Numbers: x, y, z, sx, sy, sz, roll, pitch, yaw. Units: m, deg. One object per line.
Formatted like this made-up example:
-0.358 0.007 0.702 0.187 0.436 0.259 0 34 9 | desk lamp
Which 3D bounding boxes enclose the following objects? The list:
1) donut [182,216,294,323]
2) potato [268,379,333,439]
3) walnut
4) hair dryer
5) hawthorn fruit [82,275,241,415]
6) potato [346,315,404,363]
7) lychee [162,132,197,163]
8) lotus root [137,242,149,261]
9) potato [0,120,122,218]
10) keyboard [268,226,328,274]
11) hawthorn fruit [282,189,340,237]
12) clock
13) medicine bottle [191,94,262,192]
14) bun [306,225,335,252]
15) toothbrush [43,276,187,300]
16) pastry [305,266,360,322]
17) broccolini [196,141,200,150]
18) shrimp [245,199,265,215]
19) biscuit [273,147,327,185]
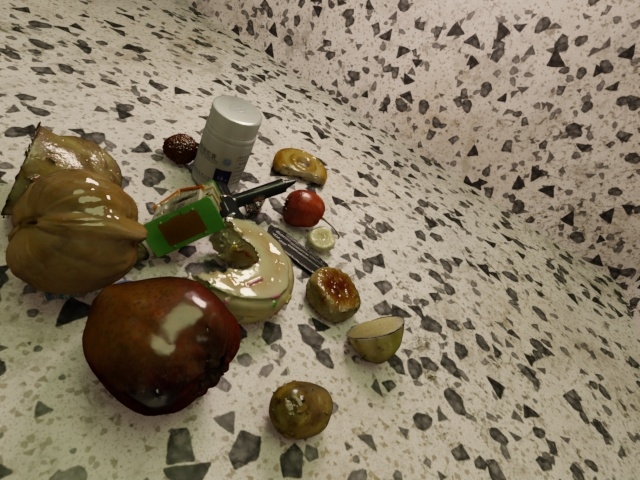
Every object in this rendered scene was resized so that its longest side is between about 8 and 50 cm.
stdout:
-0.229 0.100 1.199 0.308 0.150 0.370 24 34 -13 | donut
-0.051 0.412 0.981 0.176 0.137 0.137 31 29 -38 | potato
-0.567 -0.020 0.955 0.286 0.285 0.295 2 76 -34 | walnut
-0.234 -0.154 1.452 0.353 0.107 0.189 -21 58 -16 | hair dryer
-0.345 0.209 0.873 0.325 0.308 0.308 45 36 -1 | hawthorn fruit
0.187 0.321 1.260 0.202 0.182 0.117 -18 93 -68 | potato
-0.551 -0.358 1.570 0.129 0.123 0.123 -17 54 -22 | lychee
-0.571 0.007 1.134 0.179 0.080 0.089 35 -7 -2 | lotus root
-0.696 -0.158 1.119 0.238 0.301 0.288 22 71 -35 | potato
-0.089 0.042 1.491 0.262 0.016 0.106 36 36 7 | keyboard
-0.015 -0.096 1.607 0.286 0.165 0.165 28 34 -19 | hawthorn fruit
-0.418 -0.085 1.250 0.220 0.106 0.255 -24 27 -2 | clock
-0.357 -0.358 1.515 0.190 0.332 0.189 19 37 -15 | medicine bottle
0.000 0.000 1.562 0.115 0.069 0.115 8 59 -14 | bun
-0.511 0.123 1.077 0.387 0.040 0.040 -2 47 -40 | toothbrush
0.044 0.181 1.350 0.182 0.093 0.192 -10 55 -43 | pastry
-0.454 -0.379 1.722 0.272 0.062 0.123 6 52 -34 | broccolini
-0.254 -0.148 1.559 0.075 0.073 0.190 37 37 -11 | shrimp
-0.099 -0.367 1.922 0.275 0.091 0.213 7 43 -26 | biscuit
